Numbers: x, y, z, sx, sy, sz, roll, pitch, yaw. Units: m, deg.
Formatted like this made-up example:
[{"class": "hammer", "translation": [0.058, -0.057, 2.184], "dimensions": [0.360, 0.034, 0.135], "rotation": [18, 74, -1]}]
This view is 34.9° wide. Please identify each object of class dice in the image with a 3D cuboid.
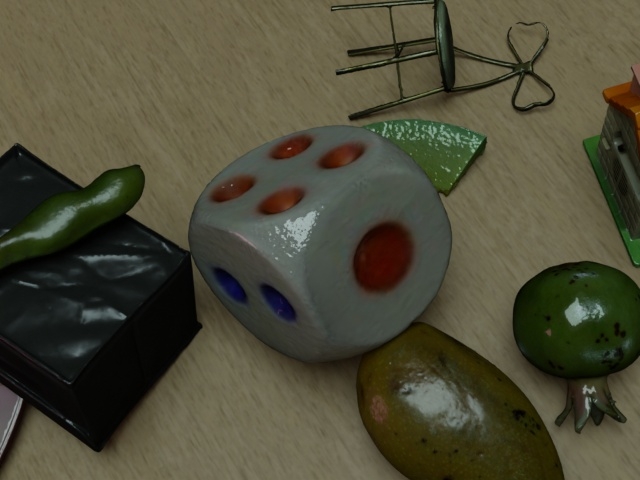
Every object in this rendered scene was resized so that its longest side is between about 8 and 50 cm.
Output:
[{"class": "dice", "translation": [0.000, 0.000, 1.357], "dimensions": [0.259, 0.243, 0.251], "rotation": [-41, 33, -27]}]

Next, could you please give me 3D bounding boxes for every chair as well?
[{"class": "chair", "translation": [0.190, -0.294, 1.568], "dimensions": [0.326, 0.170, 0.159], "rotation": [-5, 64, 11]}]

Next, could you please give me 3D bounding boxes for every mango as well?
[{"class": "mango", "translation": [0.186, 0.246, 1.324], "dimensions": [0.329, 0.175, 0.176], "rotation": [37, 120, 21]}]

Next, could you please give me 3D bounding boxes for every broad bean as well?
[{"class": "broad bean", "translation": [-0.351, -0.002, 1.318], "dimensions": [0.098, 0.056, 0.318], "rotation": [36, 65, 18]}]

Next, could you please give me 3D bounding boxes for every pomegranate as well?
[{"class": "pomegranate", "translation": [0.348, 0.139, 1.354], "dimensions": [0.181, 0.181, 0.224], "rotation": [-4, 88, 6]}]

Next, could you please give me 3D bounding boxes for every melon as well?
[{"class": "melon", "translation": [0.123, -0.130, 1.571], "dimensions": [0.262, 0.053, 0.114], "rotation": [5, 85, 13]}]

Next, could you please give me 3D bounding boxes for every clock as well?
[{"class": "clock", "translation": [0.462, -0.117, 1.395], "dimensions": [0.106, 0.255, 0.219], "rotation": [-15, 66, 0]}]

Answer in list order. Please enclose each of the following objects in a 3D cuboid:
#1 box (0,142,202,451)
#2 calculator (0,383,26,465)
[{"class": "box", "translation": [-0.374, 0.073, 1.420], "dimensions": [0.345, 0.204, 0.251], "rotation": [30, 59, 17]}, {"class": "calculator", "translation": [-0.566, 0.314, 1.452], "dimensions": [0.220, 0.048, 0.329], "rotation": [26, 74, 16]}]
